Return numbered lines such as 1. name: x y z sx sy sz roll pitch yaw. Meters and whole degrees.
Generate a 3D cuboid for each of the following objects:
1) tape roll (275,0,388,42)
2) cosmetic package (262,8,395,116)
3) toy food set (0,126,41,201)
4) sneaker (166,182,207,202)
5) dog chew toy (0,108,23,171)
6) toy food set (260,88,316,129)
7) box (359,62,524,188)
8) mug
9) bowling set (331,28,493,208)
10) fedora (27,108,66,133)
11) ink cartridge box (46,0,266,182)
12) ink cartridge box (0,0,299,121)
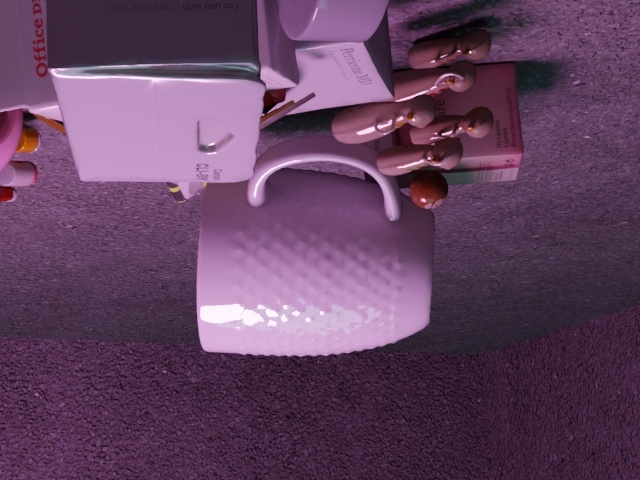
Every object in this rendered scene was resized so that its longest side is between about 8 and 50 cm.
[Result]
1. tape roll: 0.011 -0.305 1.401 0.072 0.219 0.219 1 165 -15
2. cosmetic package: -0.116 -0.245 1.730 0.385 0.156 0.217 -6 166 14
3. toy food set: -0.512 -0.118 2.241 0.232 0.111 0.104 -13 175 30
4. sneaker: -0.191 -0.178 2.087 0.147 0.145 0.384 -24 168 -3
5. dog chew toy: -0.552 -0.157 1.914 0.332 0.206 0.207 -6 167 42
6. toy food set: -0.101 -0.153 1.669 0.128 0.071 0.218 -34 -174 -26
7. box: 0.176 -0.168 2.117 0.232 0.148 0.127 -4 165 2
8. mug: 0.000 0.000 2.055 0.328 0.276 0.374 3 134 3
9. bowling set: 0.165 -0.149 1.891 0.154 0.200 0.287 -9 -152 40
10. fedora: -0.329 -0.206 1.939 0.194 0.079 0.194 19 158 8
11. ink cartridge box: -0.137 -0.266 1.181 0.160 0.384 0.279 -2 165 -5
12. ink cartridge box: -0.217 -0.248 1.571 0.354 0.207 0.119 -7 176 14
